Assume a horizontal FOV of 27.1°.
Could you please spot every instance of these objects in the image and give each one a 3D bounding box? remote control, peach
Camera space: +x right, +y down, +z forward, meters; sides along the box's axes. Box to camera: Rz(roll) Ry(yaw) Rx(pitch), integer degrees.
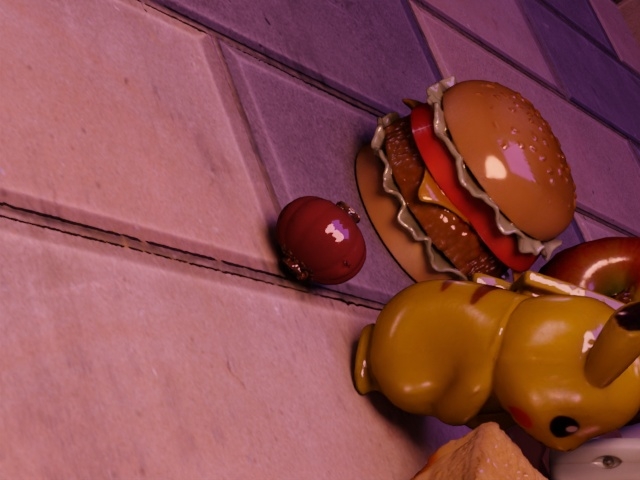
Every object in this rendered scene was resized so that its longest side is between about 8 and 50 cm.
[{"bbox_3d":[0.354,0.245,1.405,0.296,0.140,0.056,21,67,-55],"label":"remote control"},{"bbox_3d":[0.405,0.130,1.788,0.274,0.248,0.245,39,62,-60],"label":"peach"}]

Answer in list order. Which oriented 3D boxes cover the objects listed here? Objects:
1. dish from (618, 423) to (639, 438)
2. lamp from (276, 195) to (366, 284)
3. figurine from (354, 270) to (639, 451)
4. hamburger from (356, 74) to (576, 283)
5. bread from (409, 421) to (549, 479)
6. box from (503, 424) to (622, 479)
[{"bbox_3d":[0.512,0.333,1.871,0.316,0.106,0.316,42,29,-30],"label":"dish"},{"bbox_3d":[0.000,0.000,1.345,0.101,0.090,0.101,40,-15,13],"label":"lamp"},{"bbox_3d":[0.208,0.116,1.322,0.218,0.326,0.169,13,86,-55],"label":"figurine"},{"bbox_3d":[0.196,-0.076,1.643,0.274,0.212,0.274,43,28,-30],"label":"hamburger"},{"bbox_3d":[0.153,0.320,1.203,0.185,0.114,0.275,46,35,-21],"label":"bread"},{"bbox_3d":[0.290,0.257,1.556,0.215,0.086,0.215,30,31,-45],"label":"box"}]
